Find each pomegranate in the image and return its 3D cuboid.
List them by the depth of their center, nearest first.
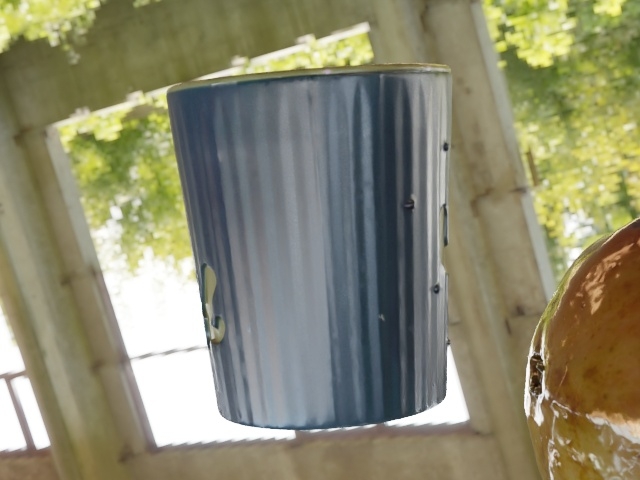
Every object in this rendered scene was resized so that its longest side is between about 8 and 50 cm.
[{"bbox_3d":[0.402,0.150,1.116,0.410,0.410,0.410,-16,-172,2],"label":"pomegranate"}]

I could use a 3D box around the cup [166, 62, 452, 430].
[{"bbox_3d":[0.000,0.000,0.570,0.131,0.155,0.176,-4,-177,1],"label":"cup"}]
